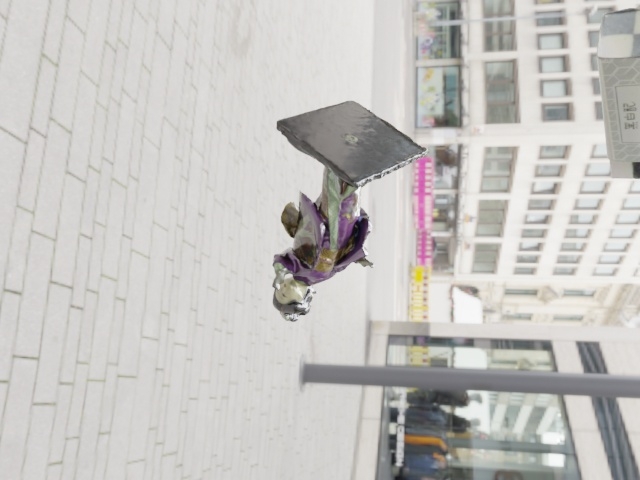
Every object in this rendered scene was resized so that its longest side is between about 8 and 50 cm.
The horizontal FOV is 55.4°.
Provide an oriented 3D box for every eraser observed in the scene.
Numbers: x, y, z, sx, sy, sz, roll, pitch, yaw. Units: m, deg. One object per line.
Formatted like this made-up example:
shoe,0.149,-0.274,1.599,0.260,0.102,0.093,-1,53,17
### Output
eraser,0.565,-0.242,1.097,0.404,0.096,0.098,40,59,-54

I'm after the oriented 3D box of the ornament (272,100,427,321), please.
ornament,-0.005,0.000,0.477,0.081,0.088,0.203,-19,143,-44
